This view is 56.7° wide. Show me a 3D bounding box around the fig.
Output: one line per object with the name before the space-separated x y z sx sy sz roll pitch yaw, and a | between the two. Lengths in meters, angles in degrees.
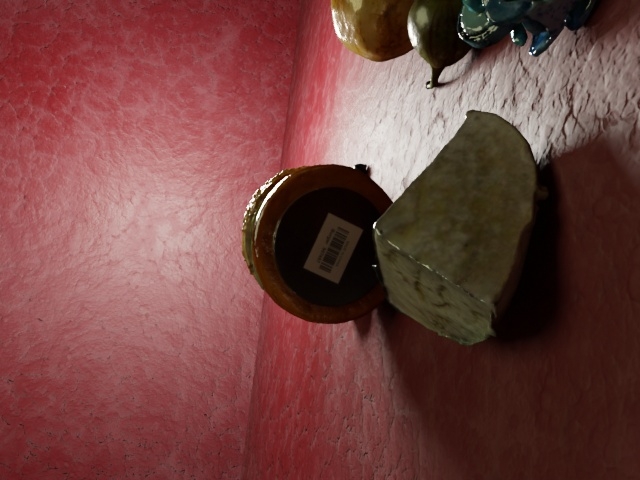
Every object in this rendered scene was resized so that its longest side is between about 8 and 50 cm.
fig | 0.209 -0.339 1.061 0.236 0.124 0.124 92 180 -62

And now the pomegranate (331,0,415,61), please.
pomegranate | 0.130 -0.496 1.229 0.248 0.248 0.248 -171 90 -77

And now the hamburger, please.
hamburger | 0.000 0.000 1.235 0.250 0.330 0.330 -173 93 -78

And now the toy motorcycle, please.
toy motorcycle | 0.270 -0.374 0.750 0.206 0.154 0.260 6 82 54

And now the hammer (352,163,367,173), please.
hammer | 0.069 -0.073 1.590 0.137 0.037 0.290 -100 23 -57

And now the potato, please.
potato | 0.218 -0.004 0.803 0.264 0.211 0.189 -51 -36 -14
